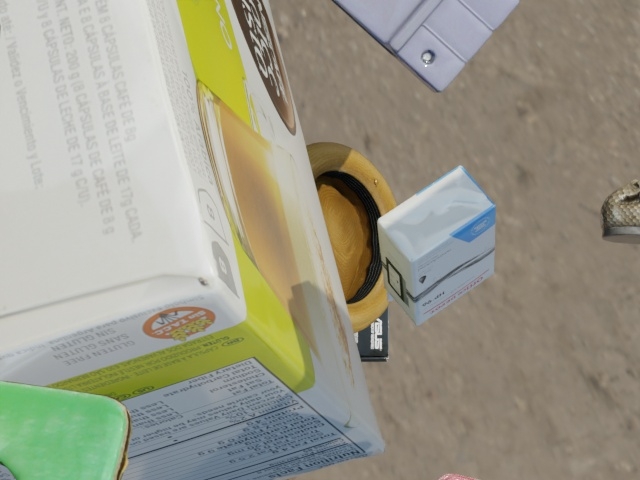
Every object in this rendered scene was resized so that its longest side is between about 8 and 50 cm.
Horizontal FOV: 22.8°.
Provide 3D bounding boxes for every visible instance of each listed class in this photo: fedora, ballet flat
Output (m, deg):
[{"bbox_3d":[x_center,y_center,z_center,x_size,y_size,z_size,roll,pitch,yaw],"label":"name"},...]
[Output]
[{"bbox_3d":[0.000,0.000,1.605,0.079,0.194,0.194,-13,130,49],"label":"fedora"},{"bbox_3d":[0.372,-0.021,1.526,0.249,0.084,0.058,5,79,-27],"label":"ballet flat"}]

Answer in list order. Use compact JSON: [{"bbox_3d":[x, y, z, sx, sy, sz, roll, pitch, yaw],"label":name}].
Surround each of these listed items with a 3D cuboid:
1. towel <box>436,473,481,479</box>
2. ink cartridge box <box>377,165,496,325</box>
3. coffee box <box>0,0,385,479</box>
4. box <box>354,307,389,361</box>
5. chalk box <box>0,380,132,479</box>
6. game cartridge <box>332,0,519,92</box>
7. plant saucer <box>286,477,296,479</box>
[{"bbox_3d":[0.179,0.302,1.448,0.237,0.037,0.329,14,152,-4],"label":"towel"},{"bbox_3d":[0.055,0.007,0.737,0.048,0.028,0.083,-33,154,-12],"label":"ink cartridge box"},{"bbox_3d":[-0.193,-0.026,0.856,0.338,0.338,0.334,-18,157,9],"label":"coffee box"},{"bbox_3d":[0.001,0.040,1.731,0.147,0.077,0.180,1,92,-1],"label":"box"},{"bbox_3d":[-0.119,0.175,0.398,0.180,0.179,0.289,6,81,16],"label":"chalk box"},{"bbox_3d":[0.047,-0.327,1.374,0.355,0.068,0.230,40,97,-13],"label":"game cartridge"},{"bbox_3d":[-0.159,0.216,1.248,0.310,0.050,0.310,-11,161,-4],"label":"plant saucer"}]
